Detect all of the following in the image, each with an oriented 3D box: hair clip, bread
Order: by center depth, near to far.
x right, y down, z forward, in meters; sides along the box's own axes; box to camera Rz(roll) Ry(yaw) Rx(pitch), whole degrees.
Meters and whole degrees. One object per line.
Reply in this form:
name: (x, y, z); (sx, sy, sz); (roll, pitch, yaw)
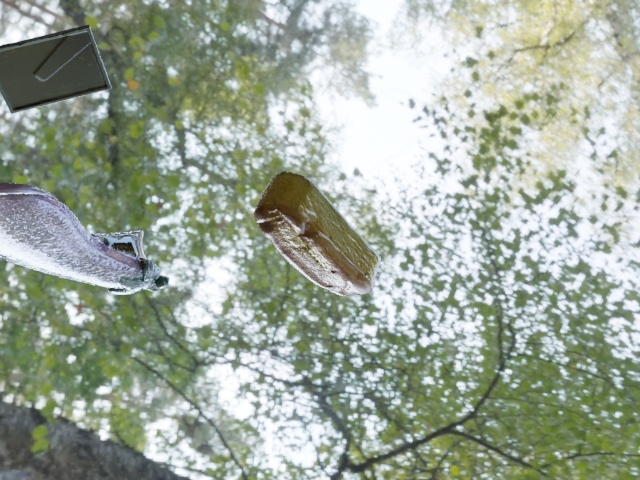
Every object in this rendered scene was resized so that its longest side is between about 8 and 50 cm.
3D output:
hair clip: (-0.303, 0.000, 0.927); (0.110, 0.358, 0.096); (20, -94, 23)
bread: (0.000, 0.000, 1.210); (0.102, 0.245, 0.094); (-2, -128, 44)

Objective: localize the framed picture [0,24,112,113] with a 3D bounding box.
framed picture: (-0.380, -0.238, 1.107); (0.149, 0.109, 0.011); (-16, -128, -8)
